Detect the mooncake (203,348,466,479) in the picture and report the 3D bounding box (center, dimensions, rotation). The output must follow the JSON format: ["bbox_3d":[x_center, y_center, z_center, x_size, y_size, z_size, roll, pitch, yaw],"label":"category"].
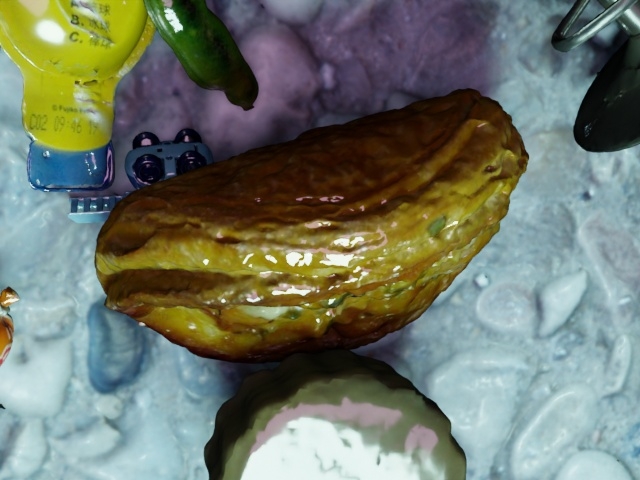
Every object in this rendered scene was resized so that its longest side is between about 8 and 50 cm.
[{"bbox_3d":[0.009,0.210,0.899,0.228,0.124,0.228,-2,100,-9],"label":"mooncake"}]

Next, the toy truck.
[{"bbox_3d":[-0.165,-0.057,0.933,0.136,0.063,0.074,-3,125,-8],"label":"toy truck"}]

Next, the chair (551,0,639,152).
[{"bbox_3d":[0.173,-0.285,0.847,0.401,0.226,0.226,42,94,-14],"label":"chair"}]

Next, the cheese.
[{"bbox_3d":[-0.210,-0.176,0.859,0.177,0.069,0.270,-3,95,-46],"label":"cheese"}]

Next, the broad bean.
[{"bbox_3d":[-0.107,-0.255,0.876,0.144,0.049,0.292,-11,106,-41],"label":"broad bean"}]

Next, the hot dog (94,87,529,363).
[{"bbox_3d":[0.000,0.000,0.883,0.387,0.267,0.174,-18,69,-6],"label":"hot dog"}]

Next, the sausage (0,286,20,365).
[{"bbox_3d":[-0.394,0.149,0.926,0.312,0.093,0.093,-40,106,1],"label":"sausage"}]
